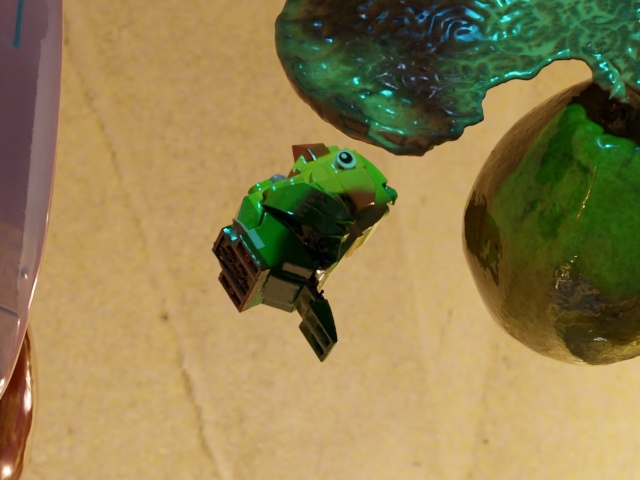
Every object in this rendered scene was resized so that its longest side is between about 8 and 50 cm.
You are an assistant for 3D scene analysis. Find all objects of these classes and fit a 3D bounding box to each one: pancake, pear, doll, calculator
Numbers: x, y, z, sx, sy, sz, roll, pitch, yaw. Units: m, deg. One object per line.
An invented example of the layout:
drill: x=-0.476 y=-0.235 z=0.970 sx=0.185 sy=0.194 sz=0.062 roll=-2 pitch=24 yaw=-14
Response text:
pancake: x=0.119 y=-0.157 z=1.095 sx=0.288 sy=0.286 sz=0.033 roll=-49 pitch=154 yaw=-30
pear: x=0.214 y=-0.011 z=1.171 sx=0.269 sy=0.212 sz=0.212 roll=94 pitch=17 yaw=-56
doll: x=-0.007 y=-0.005 z=1.313 sx=0.186 sy=0.134 sz=0.106 roll=-57 pitch=176 yaw=-35
calculator: x=-0.173 y=-0.066 z=0.682 sx=0.194 sy=0.043 sz=0.294 roll=37 pitch=55 yaw=-63

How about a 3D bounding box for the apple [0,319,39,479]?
apple: x=-0.274 y=0.083 z=0.874 sx=0.230 sy=0.230 sz=0.230 roll=-31 pitch=124 yaw=-59
